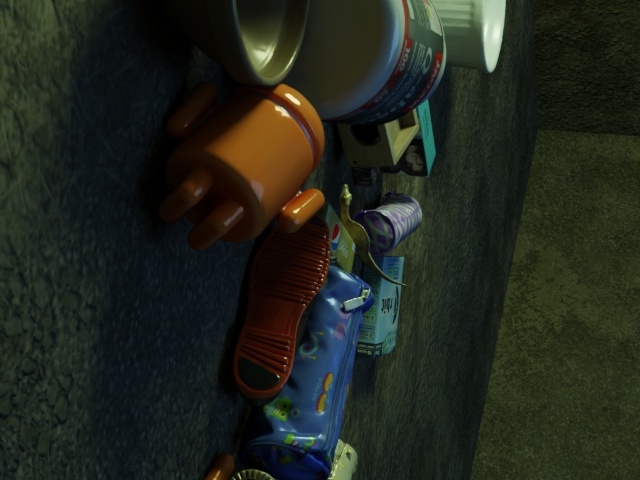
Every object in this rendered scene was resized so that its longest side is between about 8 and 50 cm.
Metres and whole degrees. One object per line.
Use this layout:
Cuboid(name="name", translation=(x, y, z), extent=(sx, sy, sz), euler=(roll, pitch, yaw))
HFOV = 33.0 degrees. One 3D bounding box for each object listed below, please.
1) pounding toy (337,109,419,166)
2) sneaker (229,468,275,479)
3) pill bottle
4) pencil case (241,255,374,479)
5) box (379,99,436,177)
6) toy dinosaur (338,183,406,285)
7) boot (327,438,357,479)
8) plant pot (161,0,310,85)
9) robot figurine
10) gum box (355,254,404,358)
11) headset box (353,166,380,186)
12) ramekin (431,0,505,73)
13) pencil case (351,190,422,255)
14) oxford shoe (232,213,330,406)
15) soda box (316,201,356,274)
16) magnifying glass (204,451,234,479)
Cuboid(name="pounding toy", translation=(0.064, -0.219, 1.670), extent=(0.181, 0.094, 0.206), euler=(-56, 138, -48))
Cuboid(name="sneaker", translation=(-0.097, 0.428, 1.346), extent=(0.153, 0.099, 0.282), euler=(59, 45, -75))
Cuboid(name="pill bottle", translation=(0.043, -0.252, 1.379), extent=(0.363, 0.210, 0.210), euler=(-13, 108, -71))
Cuboid(name="pencil case", translation=(-0.008, 0.176, 1.480), extent=(0.119, 0.133, 0.306), euler=(36, 57, -31))
Cuboid(name="box", translation=(0.133, -0.214, 1.863), extent=(0.244, 0.100, 0.060), euler=(73, 30, -50))
Cuboid(name="toy dinosaur", translation=(0.054, 0.007, 1.675), extent=(0.053, 0.092, 0.183), euler=(-33, 99, -30))
Cuboid(name="boot", translation=(-0.010, 0.372, 1.607), extent=(0.262, 0.095, 0.203), euler=(79, 24, -47))
Cuboid(name="plant pot", translation=(-0.094, -0.280, 1.102), extent=(0.237, 0.109, 0.237), euler=(7, 90, -73))
Cuboid(name="robot figurine", translation=(-0.077, -0.083, 1.150), extent=(0.219, 0.158, 0.128), euler=(-52, 152, -36))
Cuboid(name="gum box", translation=(0.110, 0.119, 1.994), extent=(0.157, 0.041, 0.184), euler=(3, 92, -73))
Cuboid(name="headset box", translation=(0.077, -0.136, 1.822), extent=(0.062, 0.032, 0.083), euler=(-66, 156, -43))
Cuboid(name="ramekin", translation=(0.297, -0.488, 2.233), extent=(0.277, 0.135, 0.277), euler=(7, 90, -73))
Cuboid(name="pencil case", translation=(0.120, -0.034, 1.911), extent=(0.088, 0.086, 0.206), euler=(59, 20, -2))
Cuboid(name="oxford shoe", translation=(-0.056, 0.087, 1.412), extent=(0.098, 0.097, 0.271), euler=(104, 6, -64))
Cuboid(name="soda box", translation=(0.000, 0.000, 1.572), extent=(0.181, 0.061, 0.058), euler=(56, 44, -65))
Cuboid(name="magnifying glass", translation=(-0.154, 0.334, 1.263), extent=(0.231, 0.026, 0.092), euler=(-56, 148, -53))
